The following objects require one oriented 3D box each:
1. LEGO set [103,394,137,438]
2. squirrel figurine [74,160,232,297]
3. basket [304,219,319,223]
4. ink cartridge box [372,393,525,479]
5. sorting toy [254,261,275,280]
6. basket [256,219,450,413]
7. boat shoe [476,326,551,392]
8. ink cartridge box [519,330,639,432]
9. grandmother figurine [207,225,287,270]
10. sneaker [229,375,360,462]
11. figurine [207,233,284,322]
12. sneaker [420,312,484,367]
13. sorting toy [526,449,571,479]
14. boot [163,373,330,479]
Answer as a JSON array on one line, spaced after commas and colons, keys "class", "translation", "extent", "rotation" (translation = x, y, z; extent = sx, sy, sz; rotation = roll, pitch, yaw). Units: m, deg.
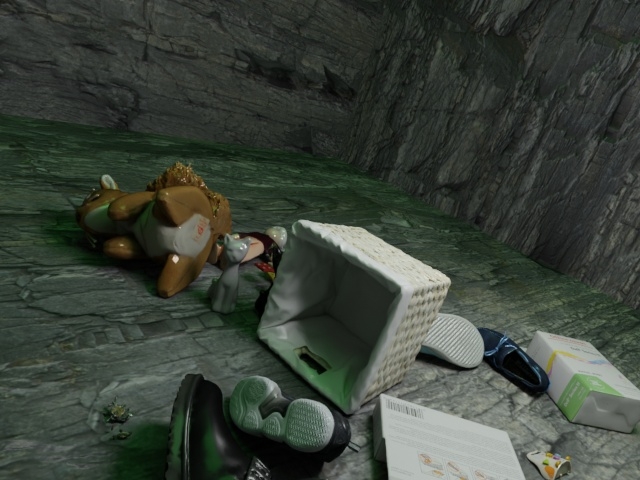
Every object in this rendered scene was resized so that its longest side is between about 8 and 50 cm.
[{"class": "LEGO set", "translation": [-0.349, 0.308, 0.845], "extent": [0.054, 0.024, 0.083], "rotation": [11, 34, -15]}, {"class": "squirrel figurine", "translation": [-0.474, -0.068, 1.408], "extent": [0.369, 0.281, 0.397], "rotation": [11, 25, 23]}, {"class": "basket", "translation": [0.000, 0.000, 1.854], "extent": [0.167, 0.103, 0.113], "rotation": [12, 19, -15]}, {"class": "ink cartridge box", "translation": [0.252, 0.441, 0.953], "extent": [0.295, 0.066, 0.261], "rotation": [17, 20, -2]}, {"class": "sorting toy", "translation": [-0.091, 0.117, 1.527], "extent": [0.132, 0.047, 0.274], "rotation": [31, 15, 31]}, {"class": "basket", "translation": [0.078, 0.157, 1.172], "extent": [0.328, 0.332, 0.266], "rotation": [32, 22, 33]}, {"class": "boat shoe", "translation": [0.553, 0.334, 1.432], "extent": [0.258, 0.109, 0.089], "rotation": [31, 2, 38]}, {"class": "ink cartridge box", "translation": [0.757, 0.390, 1.463], "extent": [0.206, 0.119, 0.353], "rotation": [14, 20, -12]}, {"class": "grandmother figurine", "translation": [-0.218, 0.017, 1.628], "extent": [0.207, 0.104, 0.342], "rotation": [34, 26, 17]}, {"class": "sneaker", "translation": [-0.050, 0.340, 0.913], "extent": [0.268, 0.101, 0.153], "rotation": [3, -30, 45]}, {"class": "figurine", "translation": [-0.176, 0.096, 1.279], "extent": [0.214, 0.210, 0.092], "rotation": [16, 19, -6]}, {"class": "sneaker", "translation": [0.305, 0.262, 1.401], "extent": [0.365, 0.135, 0.150], "rotation": [27, -16, -23]}, {"class": "sorting toy", "translation": [0.508, 0.494, 1.096], "extent": [0.083, 0.045, 0.075], "rotation": [3, 6, -38]}, {"class": "boot", "translation": [-0.104, 0.358, 0.749], "extent": [0.259, 0.131, 0.348], "rotation": [6, 33, -14]}]
